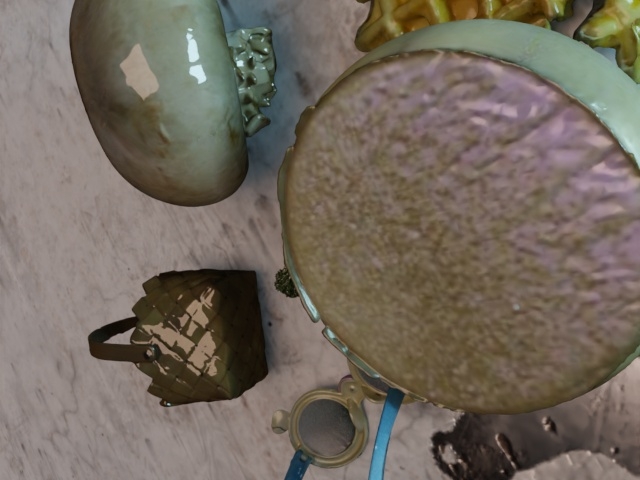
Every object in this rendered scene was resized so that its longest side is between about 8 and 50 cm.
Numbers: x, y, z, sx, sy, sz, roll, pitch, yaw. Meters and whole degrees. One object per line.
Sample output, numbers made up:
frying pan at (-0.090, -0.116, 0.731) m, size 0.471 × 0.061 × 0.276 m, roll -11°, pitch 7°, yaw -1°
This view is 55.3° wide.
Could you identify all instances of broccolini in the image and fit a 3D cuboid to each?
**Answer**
broccolini at (0.000, 0.000, 0.579) m, size 0.035 × 0.030 × 0.140 m, roll 40°, pitch 114°, yaw 12°

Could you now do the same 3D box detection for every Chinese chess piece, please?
Chinese chess piece at (0.101, -0.011, 0.423) m, size 0.270 × 0.112 × 0.269 m, roll 16°, pitch 121°, yaw 28°

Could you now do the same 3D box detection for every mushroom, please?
mushroom at (-0.122, -0.144, 0.540) m, size 0.178 × 0.226 × 0.226 m, roll -21°, pitch 87°, yaw -6°

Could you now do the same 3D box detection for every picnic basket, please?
picnic basket at (-0.152, 0.100, 0.634) m, size 0.179 × 0.128 × 0.137 m, roll -5°, pitch 94°, yaw 17°

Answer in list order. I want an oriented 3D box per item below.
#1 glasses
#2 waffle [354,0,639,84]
glasses at (0.029, 0.198, 0.507) m, size 0.088 × 0.220 × 0.189 m, roll 29°, pitch 120°, yaw -17°
waffle at (0.134, -0.213, 0.428) m, size 0.250 × 0.056 × 0.261 m, roll 30°, pitch 117°, yaw 26°
